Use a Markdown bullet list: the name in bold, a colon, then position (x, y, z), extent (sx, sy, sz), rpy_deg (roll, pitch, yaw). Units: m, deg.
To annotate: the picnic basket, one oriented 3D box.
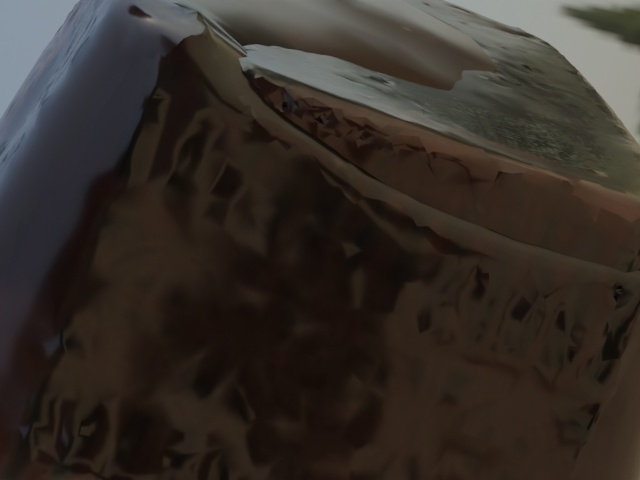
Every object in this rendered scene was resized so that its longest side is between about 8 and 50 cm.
- **picnic basket**: position (0.000, 0.000, 0.532), extent (0.297, 0.222, 0.129), rpy_deg (-95, 28, -73)
